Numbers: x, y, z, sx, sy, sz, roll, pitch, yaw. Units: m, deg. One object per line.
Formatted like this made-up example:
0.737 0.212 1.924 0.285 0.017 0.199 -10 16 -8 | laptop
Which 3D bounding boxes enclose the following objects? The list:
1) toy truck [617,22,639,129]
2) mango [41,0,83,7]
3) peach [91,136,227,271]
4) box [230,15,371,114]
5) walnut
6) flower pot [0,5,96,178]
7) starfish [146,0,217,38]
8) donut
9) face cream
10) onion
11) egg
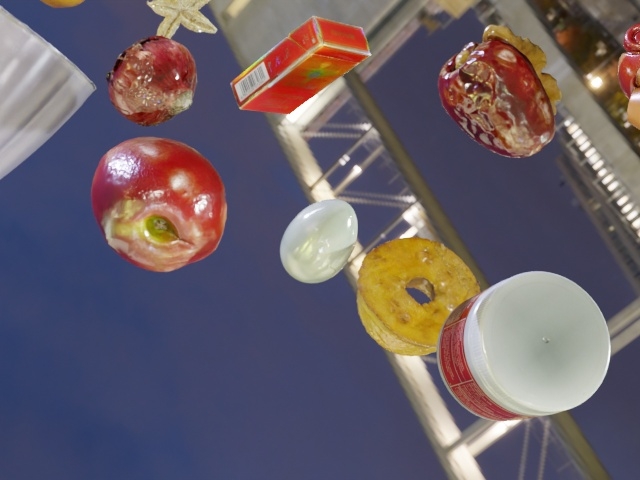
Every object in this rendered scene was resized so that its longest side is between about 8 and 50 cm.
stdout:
0.755 -0.337 1.856 0.189 0.265 0.239 54 -160 -52 | toy truck
-0.522 -0.572 1.677 0.350 0.199 0.201 67 -149 -60 | mango
-0.337 -0.085 1.852 0.281 0.281 0.338 37 -167 -22 | peach
-0.029 -0.243 1.247 0.112 0.175 0.048 -2 -112 -51 | box
0.397 -0.316 1.911 0.269 0.244 0.222 50 160 -9 | walnut
-0.521 -0.222 1.368 0.265 0.243 0.265 32 173 4 | flower pot
-0.350 -0.590 2.320 0.231 0.295 0.048 -8 -133 -42 | starfish
0.198 0.126 1.870 0.278 0.108 0.277 9 -129 -11 | donut
0.292 0.161 1.309 0.201 0.201 0.187 48 161 3 | face cream
-0.304 -0.294 1.677 0.147 0.184 0.184 35 -166 32 | onion
0.000 0.000 1.941 0.151 0.209 0.151 31 -155 -16 | egg
